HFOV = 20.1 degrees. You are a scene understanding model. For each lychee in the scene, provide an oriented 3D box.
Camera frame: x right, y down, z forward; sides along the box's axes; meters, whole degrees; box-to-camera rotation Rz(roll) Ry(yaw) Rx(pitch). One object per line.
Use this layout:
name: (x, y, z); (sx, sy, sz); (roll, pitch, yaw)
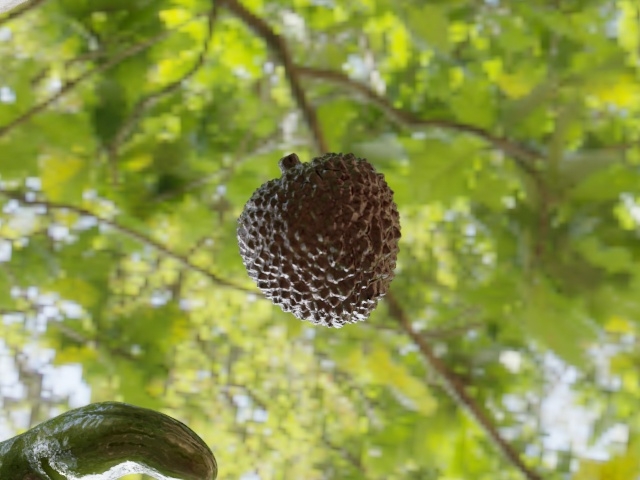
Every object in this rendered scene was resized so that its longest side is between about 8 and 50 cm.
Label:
lychee: (0.003, -0.001, 1.310); (0.129, 0.123, 0.123); (50, -128, -18)

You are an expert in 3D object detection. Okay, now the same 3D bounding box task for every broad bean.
broad bean: (-0.155, 0.132, 0.998); (0.070, 0.213, 0.048); (65, -152, -20)

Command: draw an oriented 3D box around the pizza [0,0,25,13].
pizza: (-0.162, -0.156, 0.640); (0.074, 0.365, 0.182); (-96, -15, -54)
